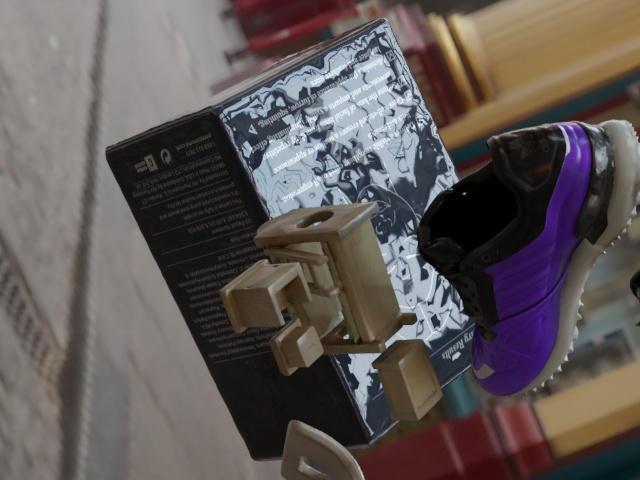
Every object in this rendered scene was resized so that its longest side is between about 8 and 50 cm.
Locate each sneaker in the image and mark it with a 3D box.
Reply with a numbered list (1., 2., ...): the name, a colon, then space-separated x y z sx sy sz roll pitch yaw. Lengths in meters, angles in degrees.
1. sneaker: 0.140 0.014 1.351 0.293 0.146 0.102 106 -23 -43

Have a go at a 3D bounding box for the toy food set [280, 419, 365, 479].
1. toy food set: -0.041 0.295 1.195 0.219 0.092 0.306 102 1 -73

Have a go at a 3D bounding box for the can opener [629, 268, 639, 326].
1. can opener: 0.229 0.071 1.037 0.059 0.073 0.186 -99 176 -46

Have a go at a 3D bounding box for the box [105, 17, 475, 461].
1. box: 0.000 0.000 1.891 0.212 0.293 0.395 -17 -79 49

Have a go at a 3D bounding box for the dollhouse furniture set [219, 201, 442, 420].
1. dollhouse furniture set: -0.009 0.086 1.365 0.161 0.101 0.182 -38 115 -45
